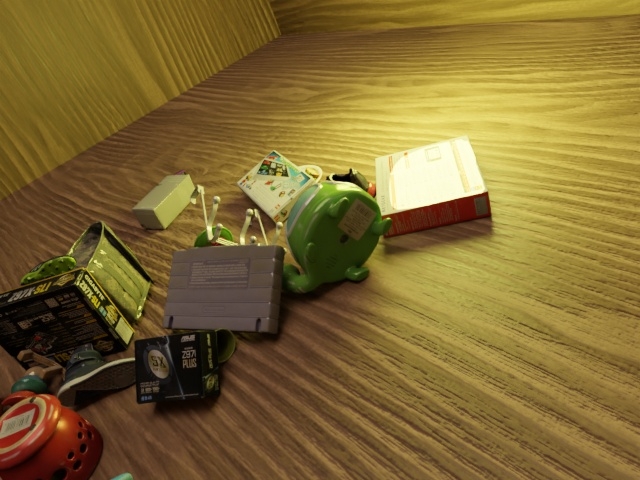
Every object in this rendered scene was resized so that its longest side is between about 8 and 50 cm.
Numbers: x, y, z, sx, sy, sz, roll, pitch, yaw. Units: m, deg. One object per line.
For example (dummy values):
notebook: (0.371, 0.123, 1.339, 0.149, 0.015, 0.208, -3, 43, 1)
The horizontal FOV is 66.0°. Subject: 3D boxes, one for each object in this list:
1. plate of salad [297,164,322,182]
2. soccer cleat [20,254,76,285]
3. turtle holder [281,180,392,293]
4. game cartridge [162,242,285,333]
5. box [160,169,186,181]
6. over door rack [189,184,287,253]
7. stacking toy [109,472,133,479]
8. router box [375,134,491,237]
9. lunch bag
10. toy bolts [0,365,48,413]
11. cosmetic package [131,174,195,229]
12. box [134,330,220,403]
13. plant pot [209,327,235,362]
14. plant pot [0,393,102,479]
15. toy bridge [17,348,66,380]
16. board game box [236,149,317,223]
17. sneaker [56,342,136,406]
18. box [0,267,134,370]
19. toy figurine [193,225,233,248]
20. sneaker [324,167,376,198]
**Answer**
plate of salad: (-0.091, -0.228, 1.798, 0.199, 0.048, 0.200, -15, 36, 11)
soccer cleat: (-0.738, 0.075, 1.342, 0.178, 0.060, 0.072, -25, 34, 13)
turtle holder: (0.017, -0.006, 1.316, 0.243, 0.321, 0.227, -2, 24, -30)
game cartridge: (-0.258, 0.126, 1.305, 0.354, 0.068, 0.231, -3, 70, 28)
box: (-0.626, -0.245, 2.132, 0.116, 0.029, 0.162, -29, 34, -8)
over door rack: (-0.248, -0.067, 1.497, 0.108, 0.239, 0.324, -58, 34, 14)
stacking toy: (-0.254, 0.518, 0.829, 0.301, 0.166, 0.175, 4, -4, 8)
router box: (0.319, -0.169, 1.463, 0.300, 0.082, 0.336, -12, 36, 15)
lunch bag: (-0.646, 0.096, 1.507, 0.168, 0.235, 0.287, -21, 35, 11)
toy bolts: (-0.838, 0.384, 1.284, 0.228, 0.219, 0.158, -7, 27, -10)
cosmetic package: (-0.608, -0.153, 1.936, 0.127, 0.107, 0.238, 2, 38, 26)
box: (-0.333, 0.294, 1.147, 0.180, 0.077, 0.148, -10, 77, 17)
plant pot: (-0.269, 0.257, 1.233, 0.079, 0.083, 0.083, -2, 38, 46)
plant pot: (-0.608, 0.451, 1.074, 0.191, 0.174, 0.191, -14, 38, 11)
toy bridge: (-0.725, 0.354, 1.329, 0.188, 0.063, 0.026, 30, 95, 14)
board game box: (-0.157, -0.193, 1.729, 0.193, 0.053, 0.305, -42, 42, -5)
sneaker: (-0.564, 0.323, 1.294, 0.226, 0.086, 0.163, -18, 29, -6)
box: (-0.727, 0.230, 1.356, 0.321, 0.257, 0.079, -17, 35, 9)
toy figurine: (-0.310, 0.067, 1.490, 0.173, 0.130, 0.159, -47, 46, 3)
sneaker: (0.027, -0.131, 1.508, 0.275, 0.135, 0.098, -27, 36, 19)
